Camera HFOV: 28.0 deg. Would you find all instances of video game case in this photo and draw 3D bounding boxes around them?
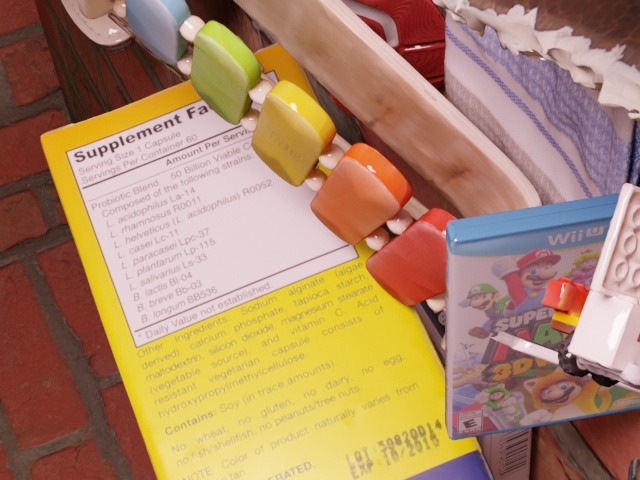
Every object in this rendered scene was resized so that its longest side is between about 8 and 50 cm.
[{"bbox_3d":[0.121,0.041,0.641,0.166,0.119,0.015,84,176,-48],"label":"video game case"}]

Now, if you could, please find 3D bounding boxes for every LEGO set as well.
[{"bbox_3d":[0.154,0.046,0.392,0.244,0.182,0.060,28,-99,-87],"label":"LEGO set"}]

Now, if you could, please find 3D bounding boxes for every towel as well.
[{"bbox_3d":[0.114,-0.070,0.685,0.285,0.034,0.209,83,161,-47],"label":"towel"}]

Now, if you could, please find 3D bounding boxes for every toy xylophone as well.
[{"bbox_3d":[-0.001,-0.061,0.748,0.323,0.081,0.236,42,170,7],"label":"toy xylophone"}]

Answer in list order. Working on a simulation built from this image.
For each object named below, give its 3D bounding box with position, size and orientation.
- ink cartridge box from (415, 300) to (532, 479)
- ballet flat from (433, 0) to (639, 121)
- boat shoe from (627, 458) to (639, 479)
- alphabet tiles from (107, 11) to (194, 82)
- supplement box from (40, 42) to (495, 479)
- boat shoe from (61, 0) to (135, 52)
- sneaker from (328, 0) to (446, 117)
[{"bbox_3d":[0.099,0.126,1.012,0.206,0.045,0.208,83,162,-45],"label":"ink cartridge box"},{"bbox_3d":[0.126,-0.082,0.427,0.147,0.147,0.409,82,161,-46],"label":"ballet flat"},{"bbox_3d":[0.177,0.113,0.596,0.109,0.089,0.258,-138,29,-62],"label":"boat shoe"},{"bbox_3d":[-0.136,-0.191,1.327,0.198,0.009,0.237,42,170,-8],"label":"alphabet tiles"},{"bbox_3d":[-0.037,0.074,0.917,0.195,0.194,0.356,78,170,-66],"label":"supplement box"},{"bbox_3d":[-0.297,-0.372,1.660,0.096,0.117,0.324,89,160,-67],"label":"boat shoe"},{"bbox_3d":[0.030,-0.183,0.802,0.221,0.087,0.128,78,-174,-56],"label":"sneaker"}]
